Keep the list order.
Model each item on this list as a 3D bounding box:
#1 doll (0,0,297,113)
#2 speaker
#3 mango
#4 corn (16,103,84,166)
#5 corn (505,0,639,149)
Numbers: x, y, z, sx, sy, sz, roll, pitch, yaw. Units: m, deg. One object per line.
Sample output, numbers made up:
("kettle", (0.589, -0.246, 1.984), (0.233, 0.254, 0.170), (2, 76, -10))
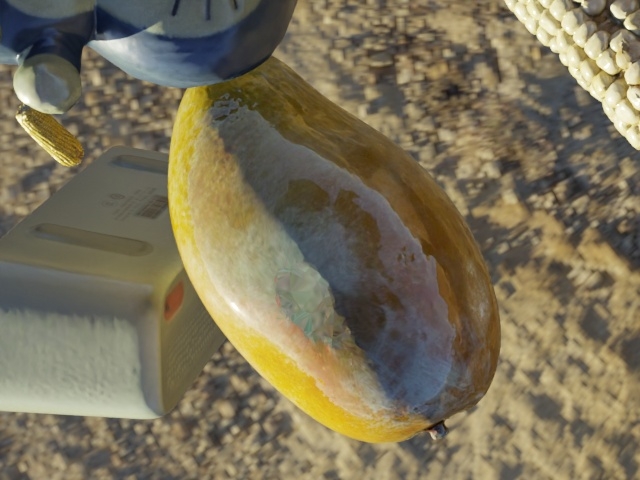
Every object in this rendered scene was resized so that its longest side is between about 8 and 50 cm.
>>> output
("doll", (-0.136, -0.183, 1.016), (0.258, 0.154, 0.228), (-3, 72, -13))
("speaker", (-0.192, 0.037, 1.650), (0.184, 0.406, 0.183), (7, 112, 12))
("mango", (0.000, 0.000, 1.319), (0.221, 0.199, 0.384), (-39, 75, 28))
("corn", (-0.237, -0.093, 1.392), (0.027, 0.083, 0.028), (-31, 44, 12))
("corn", (0.173, -0.108, 0.879), (0.087, 0.087, 0.211), (-39, 71, 22))
